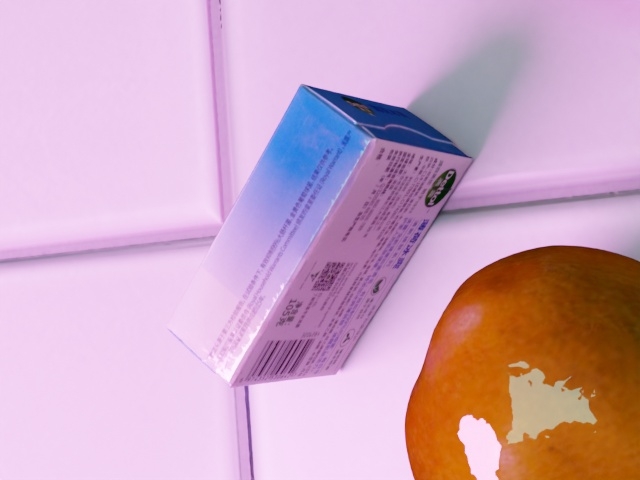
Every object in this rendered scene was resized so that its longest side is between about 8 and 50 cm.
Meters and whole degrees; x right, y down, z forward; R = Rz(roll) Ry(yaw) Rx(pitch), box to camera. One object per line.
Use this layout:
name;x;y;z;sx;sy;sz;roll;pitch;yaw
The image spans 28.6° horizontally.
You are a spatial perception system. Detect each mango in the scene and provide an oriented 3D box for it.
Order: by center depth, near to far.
mango;0.182;0.148;0.735;0.211;0.173;0.317;-43;81;17

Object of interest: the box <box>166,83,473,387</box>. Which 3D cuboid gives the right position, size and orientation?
box;0.001;0.000;0.856;0.073;0.139;0.194;39;108;26
